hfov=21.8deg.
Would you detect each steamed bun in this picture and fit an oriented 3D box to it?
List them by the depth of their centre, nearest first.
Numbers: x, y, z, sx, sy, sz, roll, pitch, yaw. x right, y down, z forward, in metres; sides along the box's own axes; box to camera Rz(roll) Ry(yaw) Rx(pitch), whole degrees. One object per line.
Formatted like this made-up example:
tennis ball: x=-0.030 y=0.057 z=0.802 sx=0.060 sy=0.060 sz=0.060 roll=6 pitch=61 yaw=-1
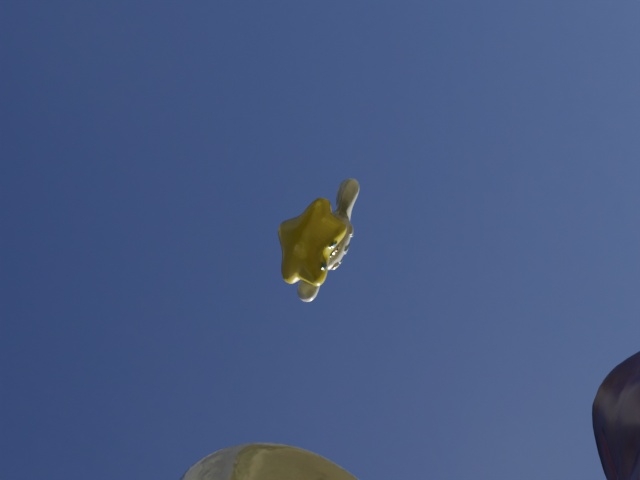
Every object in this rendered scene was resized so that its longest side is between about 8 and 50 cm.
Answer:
steamed bun: x=-0.067 y=0.285 z=1.449 sx=0.164 sy=0.242 sz=0.146 roll=23 pitch=-131 yaw=-6

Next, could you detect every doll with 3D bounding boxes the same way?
doll: x=-0.003 y=0.007 z=1.765 sx=0.071 sy=0.135 sz=0.113 roll=27 pitch=-145 yaw=19

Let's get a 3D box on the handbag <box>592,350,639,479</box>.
handbag: x=0.187 y=0.126 z=0.540 sx=0.135 sy=0.146 sz=0.225 roll=-96 pitch=-20 yaw=-76
